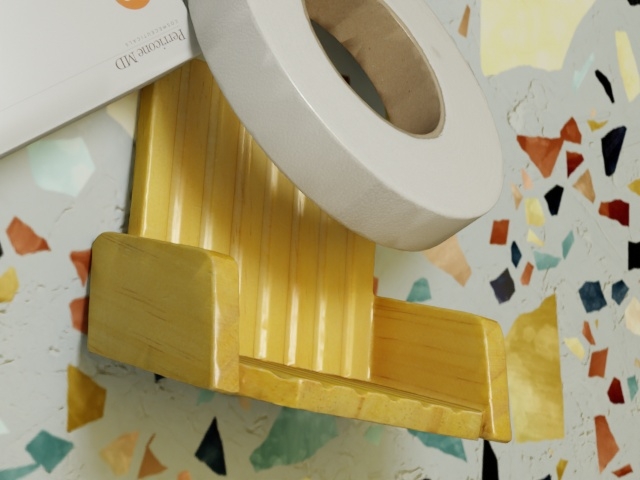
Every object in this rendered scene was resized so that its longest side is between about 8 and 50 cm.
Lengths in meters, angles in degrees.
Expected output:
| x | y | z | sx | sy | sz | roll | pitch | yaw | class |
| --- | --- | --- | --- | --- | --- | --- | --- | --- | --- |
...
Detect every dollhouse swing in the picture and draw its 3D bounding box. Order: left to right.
| x | y | z | sx | sy | sz | roll | pitch | yaw | class |
| --- | --- | --- | --- | --- | --- | --- | --- | --- | --- |
| 0.000 | 0.000 | 1.330 | 0.347 | 0.315 | 0.305 | 16 | 85 | -36 | dollhouse swing |

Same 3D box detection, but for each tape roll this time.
| x | y | z | sx | sy | sz | roll | pitch | yaw | class |
| --- | --- | --- | --- | --- | --- | --- | --- | --- | --- |
| 0.033 | -0.170 | 1.390 | 0.392 | 0.072 | 0.392 | 36 | 33 | -29 | tape roll |

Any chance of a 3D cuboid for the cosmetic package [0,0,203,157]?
| x | y | z | sx | sy | sz | roll | pitch | yaw | class |
| --- | --- | --- | --- | --- | --- | --- | --- | --- | --- |
| -0.315 | -0.207 | 1.191 | 0.377 | 0.097 | 0.284 | -34 | 101 | -37 | cosmetic package |
